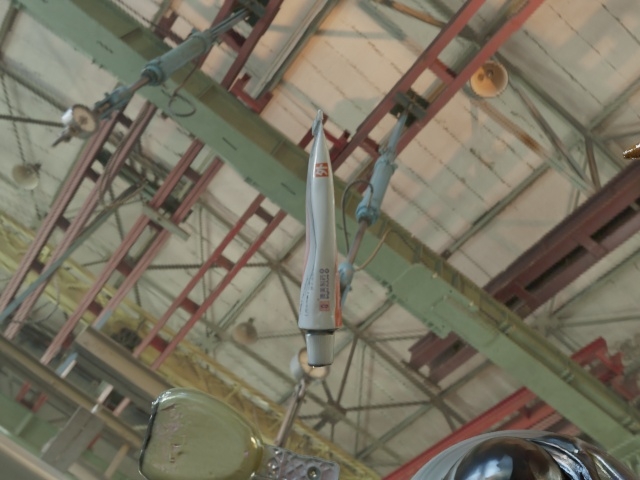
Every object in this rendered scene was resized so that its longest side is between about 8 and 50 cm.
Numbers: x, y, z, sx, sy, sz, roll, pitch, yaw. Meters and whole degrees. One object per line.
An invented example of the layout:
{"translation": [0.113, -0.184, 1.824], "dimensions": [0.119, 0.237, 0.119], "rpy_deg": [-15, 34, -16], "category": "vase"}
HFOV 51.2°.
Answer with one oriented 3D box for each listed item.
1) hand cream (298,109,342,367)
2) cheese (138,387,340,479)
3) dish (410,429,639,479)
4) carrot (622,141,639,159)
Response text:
{"translation": [-0.002, 0.000, 0.582], "dimensions": [0.052, 0.038, 0.216], "rpy_deg": [-2, -93, 54], "category": "hand cream"}
{"translation": [-0.076, 0.206, 0.643], "dimensions": [0.192, 0.097, 0.037], "rpy_deg": [12, -13, 9], "category": "cheese"}
{"translation": [0.186, 0.250, 0.621], "dimensions": [0.273, 0.273, 0.134], "rpy_deg": [-5, -64, 18], "category": "dish"}
{"translation": [0.349, -0.088, 0.602], "dimensions": [0.142, 0.035, 0.035], "rpy_deg": [-1, -59, 26], "category": "carrot"}
